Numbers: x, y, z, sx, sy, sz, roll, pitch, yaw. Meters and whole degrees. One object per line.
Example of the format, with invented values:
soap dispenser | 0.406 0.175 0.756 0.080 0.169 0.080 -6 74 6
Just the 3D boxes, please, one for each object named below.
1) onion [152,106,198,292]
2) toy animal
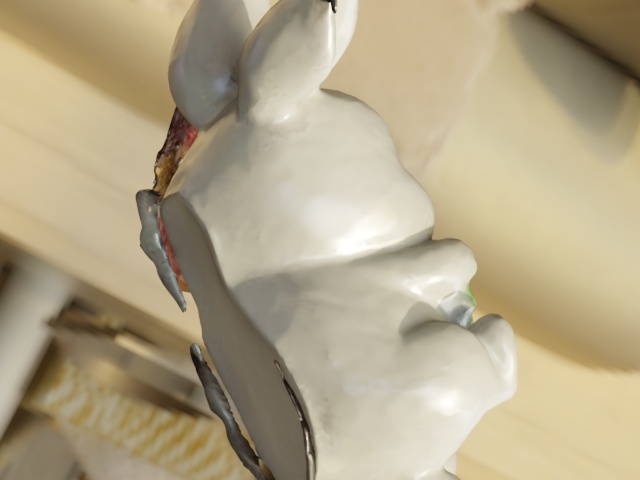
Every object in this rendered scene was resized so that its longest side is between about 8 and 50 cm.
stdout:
onion | -0.075 -0.051 1.723 0.098 0.205 0.151 6 180 28
toy animal | -0.002 0.004 1.068 0.208 0.154 0.325 2 110 60
